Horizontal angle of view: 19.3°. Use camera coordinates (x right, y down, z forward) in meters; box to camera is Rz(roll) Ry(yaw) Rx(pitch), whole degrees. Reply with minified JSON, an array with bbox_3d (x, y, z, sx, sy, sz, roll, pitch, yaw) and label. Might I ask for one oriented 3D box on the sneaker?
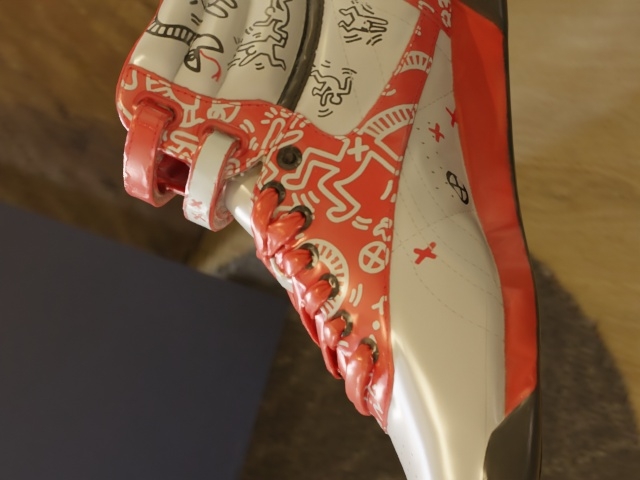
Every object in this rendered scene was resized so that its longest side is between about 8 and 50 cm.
[{"bbox_3d":[0.000,0.000,0.684,0.145,0.090,0.270,-2,63,-2],"label":"sneaker"}]
